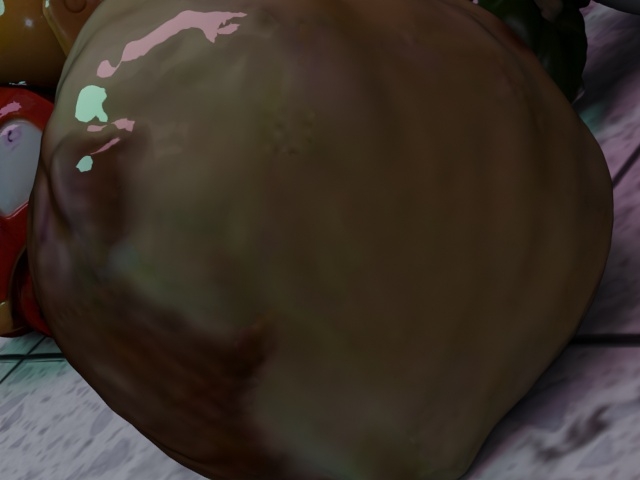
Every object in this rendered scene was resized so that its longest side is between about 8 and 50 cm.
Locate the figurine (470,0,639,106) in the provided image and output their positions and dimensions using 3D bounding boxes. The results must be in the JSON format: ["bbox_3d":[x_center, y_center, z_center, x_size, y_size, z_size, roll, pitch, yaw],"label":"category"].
[{"bbox_3d":[0.133,-0.161,0.899,0.370,0.167,0.281,-46,55,4],"label":"figurine"}]

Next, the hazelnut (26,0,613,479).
[{"bbox_3d":[0.000,0.000,0.713,0.261,0.261,0.241,-33,52,11],"label":"hazelnut"}]

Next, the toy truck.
[{"bbox_3d":[-0.200,-0.073,1.132,0.265,0.239,0.189,-46,21,-24],"label":"toy truck"}]
